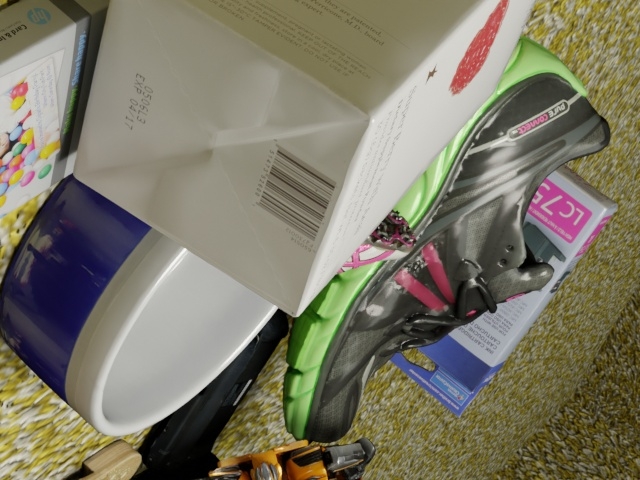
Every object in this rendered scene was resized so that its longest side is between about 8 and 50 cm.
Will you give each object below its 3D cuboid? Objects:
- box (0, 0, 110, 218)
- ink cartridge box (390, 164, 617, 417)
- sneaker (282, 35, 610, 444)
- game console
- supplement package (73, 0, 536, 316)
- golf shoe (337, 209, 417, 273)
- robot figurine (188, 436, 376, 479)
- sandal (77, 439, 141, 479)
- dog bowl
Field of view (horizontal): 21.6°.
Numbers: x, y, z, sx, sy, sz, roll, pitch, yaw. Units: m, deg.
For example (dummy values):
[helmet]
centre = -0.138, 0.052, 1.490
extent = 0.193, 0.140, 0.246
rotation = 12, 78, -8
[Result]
[box]
centre = -0.190, -0.072, 0.990
extent = 0.186, 0.038, 0.145
rotation = -36, 157, -38
[ink cartridge box]
centre = 0.162, 0.030, 1.852
extent = 0.311, 0.186, 0.065
rotation = -57, 165, 22
[sneaker]
centre = 0.114, 0.032, 1.657
extent = 0.483, 0.202, 0.185
rotation = -56, -172, 23
[game console]
centre = -0.138, 0.210, 1.714
extent = 0.361, 0.044, 0.213
rotation = -57, 164, 21
[supplement package]
centre = 0.008, -0.130, 1.066
extent = 0.293, 0.175, 0.177
rotation = -48, 165, -43
[golf shoe]
centre = 0.000, 0.000, 1.513
extent = 0.186, 0.067, 0.086
rotation = 5, 133, -33
[robot figurine]
centre = -0.041, 0.258, 1.704
extent = 0.211, 0.085, 0.291
rotation = -15, 169, 0
[sandal]
centre = -0.235, 0.275, 1.534
extent = 0.240, 0.079, 0.088
rotation = -36, 158, -39
[dog bowl]
centre = -0.111, 0.014, 1.258
extent = 0.265, 0.104, 0.265
rotation = -45, 163, -19
